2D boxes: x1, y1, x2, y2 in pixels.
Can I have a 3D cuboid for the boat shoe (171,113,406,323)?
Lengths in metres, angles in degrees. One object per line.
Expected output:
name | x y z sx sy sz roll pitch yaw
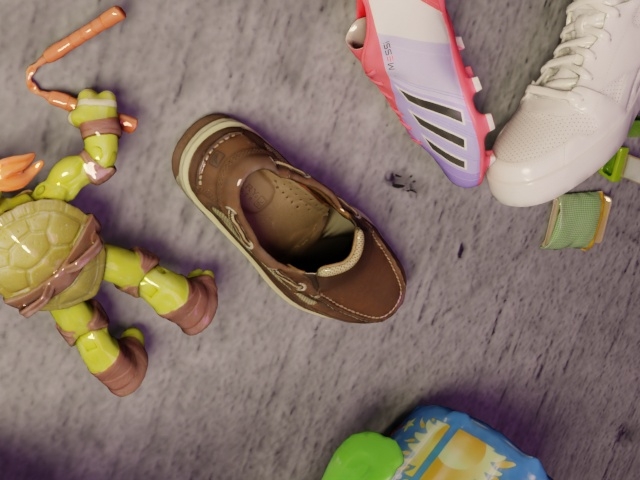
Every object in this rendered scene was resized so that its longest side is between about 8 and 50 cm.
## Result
boat shoe | -0.005 0.007 0.748 0.257 0.095 0.095 35 88 -42

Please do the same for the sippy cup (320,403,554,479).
sippy cup | 0.101 0.281 0.890 0.224 0.240 0.305 -54 171 -17

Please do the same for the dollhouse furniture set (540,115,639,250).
dollhouse furniture set | 0.276 -0.051 0.955 0.076 0.058 0.152 -5 113 -35

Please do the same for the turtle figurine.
turtle figurine | -0.161 0.002 0.635 0.270 0.087 0.217 -51 131 -6

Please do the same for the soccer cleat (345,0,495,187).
soccer cleat | 0.072 -0.136 0.763 0.095 0.083 0.248 -18 132 5

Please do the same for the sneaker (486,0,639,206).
sneaker | 0.221 -0.175 0.834 0.292 0.108 0.169 -46 130 -23
